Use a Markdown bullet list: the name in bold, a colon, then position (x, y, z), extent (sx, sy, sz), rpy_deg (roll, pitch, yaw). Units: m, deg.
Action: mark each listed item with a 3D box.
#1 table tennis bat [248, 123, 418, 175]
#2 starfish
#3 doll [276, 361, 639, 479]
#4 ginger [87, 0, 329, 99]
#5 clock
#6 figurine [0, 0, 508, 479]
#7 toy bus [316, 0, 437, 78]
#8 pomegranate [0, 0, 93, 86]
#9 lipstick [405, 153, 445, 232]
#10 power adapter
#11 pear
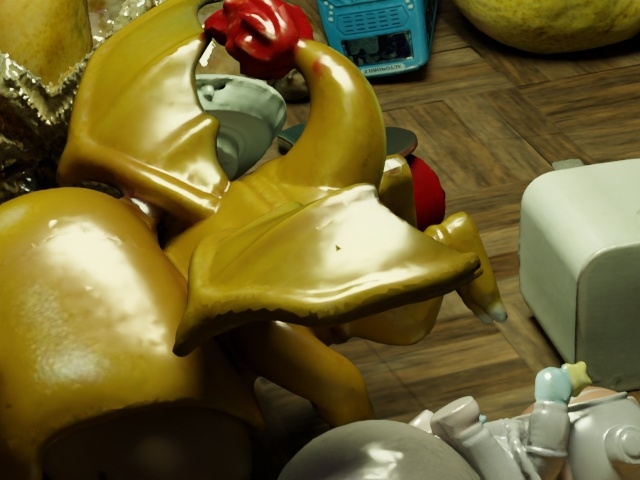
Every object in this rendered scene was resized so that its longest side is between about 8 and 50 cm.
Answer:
- **table tennis bat**: position (0.000, -0.076, 1.634), extent (0.154, 0.021, 0.274), rpy_deg (-20, 14, -7)
- **starfish**: position (-0.202, -0.058, 1.426), extent (0.312, 0.303, 0.113), rpy_deg (0, 43, -3)
- **doll**: position (0.105, 0.164, 1.156), extent (0.287, 0.151, 0.151), rpy_deg (-14, 30, -32)
- **ginger**: position (-0.148, -0.189, 1.831), extent (0.304, 0.155, 0.244), rpy_deg (11, 24, 9)
- **clock**: position (-0.138, -0.067, 1.573), extent (0.236, 0.236, 0.053), rpy_deg (-11, 70, -13)
- **figurine**: position (-0.103, 0.022, 1.226), extent (0.387, 0.268, 0.401), rpy_deg (-24, 48, -12)
- **toy bus**: position (0.067, -0.274, 1.951), extent (0.113, 0.134, 0.246), rpy_deg (-8, 28, 11)
- **pomegranate**: position (-0.388, -0.187, 1.588), extent (0.416, 0.416, 0.416), rpy_deg (-3, 28, 1)
- **lipstick**: position (0.000, 0.000, 1.518), extent (0.241, 0.080, 0.080), rpy_deg (-26, 36, -37)
- **power adapter**: position (0.222, 0.009, 1.422), extent (0.125, 0.130, 0.205), rpy_deg (-9, 30, -10)
- **pear**: position (0.252, -0.319, 1.937), extent (0.271, 0.271, 0.271), rpy_deg (-3, 28, 1)
